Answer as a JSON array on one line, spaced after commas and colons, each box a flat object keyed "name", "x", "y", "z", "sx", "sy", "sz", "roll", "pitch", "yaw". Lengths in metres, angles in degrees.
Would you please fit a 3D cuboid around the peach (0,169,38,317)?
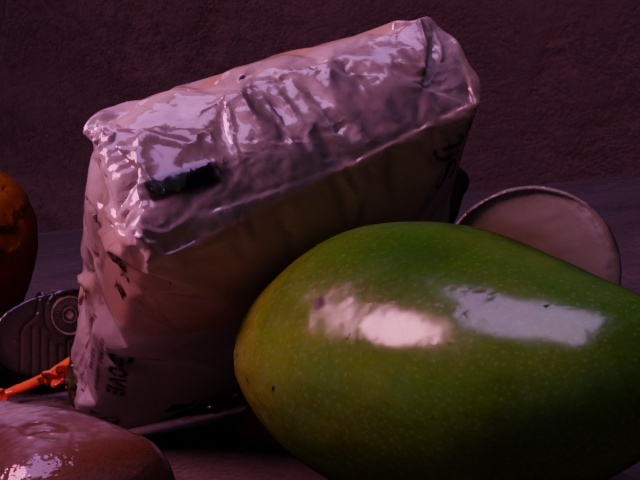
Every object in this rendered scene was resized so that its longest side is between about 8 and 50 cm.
[{"name": "peach", "x": -0.497, "y": 0.035, "z": 1.750, "sx": 0.373, "sy": 0.290, "sz": 0.372, "roll": -9, "pitch": -2, "yaw": 0}]

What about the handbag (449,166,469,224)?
[{"name": "handbag", "x": 0.003, "y": -0.001, "z": 1.527, "sx": 0.332, "sy": 0.191, "sz": 0.075, "roll": -7, "pitch": 45, "yaw": -32}]

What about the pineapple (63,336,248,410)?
[{"name": "pineapple", "x": -0.149, "y": 0.127, "z": 1.480, "sx": 0.198, "sy": 0.108, "sz": 0.108, "roll": 2, "pitch": 6, "yaw": -4}]

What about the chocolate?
[{"name": "chocolate", "x": -0.237, "y": 0.172, "z": 1.224, "sx": 0.161, "sy": 0.083, "sz": 0.261, "roll": -10, "pitch": 6, "yaw": -35}]

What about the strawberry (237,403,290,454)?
[{"name": "strawberry", "x": 0.020, "y": 0.130, "z": 1.284, "sx": 0.140, "sy": 0.085, "sz": 0.192, "roll": -14, "pitch": 7, "yaw": -30}]

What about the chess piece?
[{"name": "chess piece", "x": 0.212, "y": 0.032, "z": 1.622, "sx": 0.182, "sy": 0.182, "sz": 0.330, "roll": -7, "pitch": 1, "yaw": 3}]

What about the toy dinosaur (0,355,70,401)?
[{"name": "toy dinosaur", "x": -0.224, "y": 0.135, "z": 1.603, "sx": 0.288, "sy": 0.070, "sz": 0.117, "roll": -14, "pitch": 8, "yaw": -7}]

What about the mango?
[{"name": "mango", "x": 0.101, "y": 0.086, "z": 1.058, "sx": 0.225, "sy": 0.201, "sz": 0.382, "roll": -1, "pitch": 0, "yaw": -42}]

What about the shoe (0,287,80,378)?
[{"name": "shoe", "x": -0.267, "y": 0.104, "z": 1.763, "sx": 0.293, "sy": 0.109, "sz": 0.149, "roll": -8, "pitch": 2, "yaw": -33}]

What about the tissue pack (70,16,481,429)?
[{"name": "tissue pack", "x": -0.046, "y": -0.005, "z": 1.308, "sx": 0.390, "sy": 0.195, "sz": 0.375, "roll": -24, "pitch": -28, "yaw": -19}]
